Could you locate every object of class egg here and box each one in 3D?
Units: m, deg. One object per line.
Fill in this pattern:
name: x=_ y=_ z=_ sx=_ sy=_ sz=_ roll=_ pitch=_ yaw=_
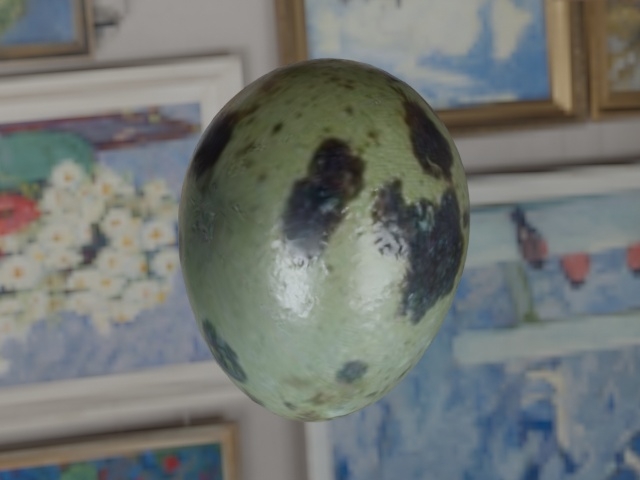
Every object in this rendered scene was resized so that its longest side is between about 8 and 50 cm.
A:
egg: x=0.000 y=0.000 z=2.028 sx=0.345 sy=0.428 sz=0.345 roll=12 pitch=-179 yaw=0
